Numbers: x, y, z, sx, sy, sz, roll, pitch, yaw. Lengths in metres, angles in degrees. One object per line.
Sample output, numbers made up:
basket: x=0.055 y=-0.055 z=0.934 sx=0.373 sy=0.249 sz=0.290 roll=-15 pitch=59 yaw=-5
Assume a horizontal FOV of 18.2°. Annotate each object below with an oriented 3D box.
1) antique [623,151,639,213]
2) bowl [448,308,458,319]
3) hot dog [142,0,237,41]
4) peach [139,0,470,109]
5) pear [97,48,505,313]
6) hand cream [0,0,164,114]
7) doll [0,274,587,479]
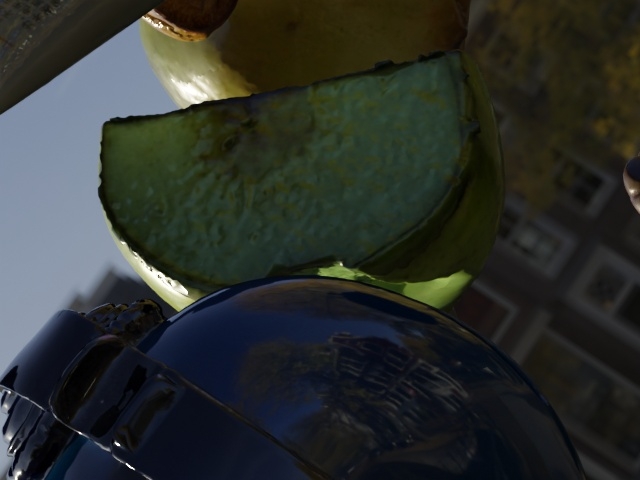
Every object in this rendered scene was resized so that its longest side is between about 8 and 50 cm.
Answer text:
antique: x=0.338 y=-0.021 z=1.339 sx=0.121 sy=0.257 sz=0.143 roll=-42 pitch=-15 yaw=-33
bowl: x=-0.004 y=0.133 z=2.088 sx=0.289 sy=0.289 sz=0.146 roll=-58 pitch=-23 yaw=9
hot dog: x=-0.182 y=-0.311 z=1.627 sx=0.158 sy=0.349 sz=0.117 roll=-51 pitch=4 yaw=-2
peach: x=-0.018 y=-0.215 z=1.888 sx=0.314 sy=0.316 sz=0.281 roll=-69 pitch=-13 yaw=-76
pear: x=0.000 y=0.000 z=1.413 sx=0.292 sy=0.292 sz=0.159 roll=101 pitch=162 yaw=-70
hand cream: x=-0.177 y=-0.155 z=1.295 sx=0.314 sy=0.140 sz=0.089 roll=-38 pitch=-47 yaw=-37
doll: x=-0.011 y=0.141 z=0.823 sx=0.240 sy=0.284 sz=0.310 roll=-51 pitch=-4 yaw=-11
